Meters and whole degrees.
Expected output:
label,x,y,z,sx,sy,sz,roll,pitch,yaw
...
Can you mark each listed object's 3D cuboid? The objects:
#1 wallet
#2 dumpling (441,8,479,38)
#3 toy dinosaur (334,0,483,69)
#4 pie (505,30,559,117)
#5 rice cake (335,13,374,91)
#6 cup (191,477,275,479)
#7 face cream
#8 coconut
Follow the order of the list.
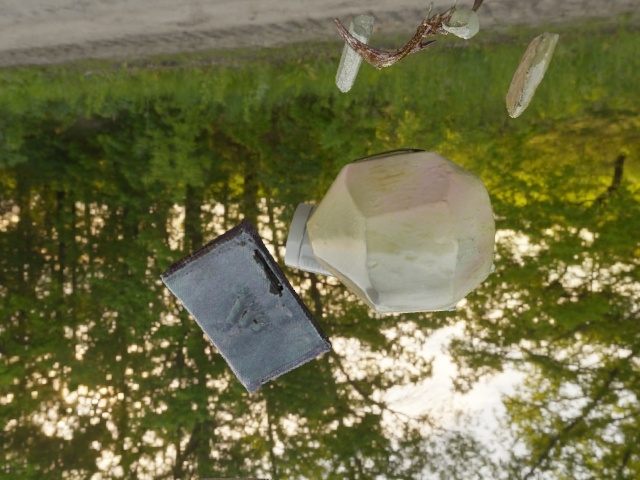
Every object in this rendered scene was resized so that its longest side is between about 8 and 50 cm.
label,x,y,z,sx,sy,sz,roll,pitch,yaw
wallet,-0.076,0.072,0.605,0.111,0.166,0.030,-29,-166,13
dumpling,0.248,-0.379,1.025,0.057,0.076,0.052,-7,141,40
toy dinosaur,0.211,-0.460,1.165,0.327,0.113,0.206,-29,179,16
pie,0.464,-0.366,1.295,0.052,0.185,0.218,24,-167,5
rice cake,0.078,-0.436,1.364,0.052,0.057,0.256,38,164,3
cup,-0.179,0.655,1.239,0.208,0.273,0.288,13,153,-28
face cream,0.000,0.000,1.540,0.152,0.177,0.177,12,-175,6
coconut,0.144,-0.013,1.119,0.352,0.353,0.352,1,-176,0
